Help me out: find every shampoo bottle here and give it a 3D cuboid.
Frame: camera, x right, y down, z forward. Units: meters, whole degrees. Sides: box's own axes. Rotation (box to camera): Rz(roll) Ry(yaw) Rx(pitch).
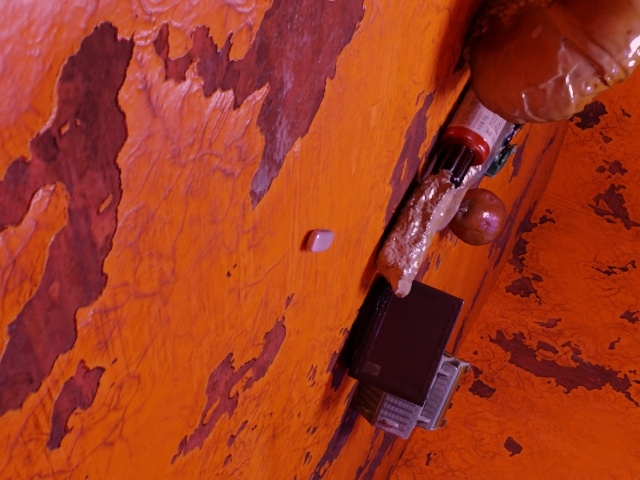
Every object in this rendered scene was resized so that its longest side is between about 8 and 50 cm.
[{"bbox_3d":[0.315,-0.228,1.821,0.278,0.104,0.104,-59,162,-21],"label":"shampoo bottle"}]

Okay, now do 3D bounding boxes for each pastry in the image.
[{"bbox_3d":[0.440,-0.395,1.603,0.409,0.245,0.409,-38,-165,12],"label":"pastry"},{"bbox_3d":[0.185,-0.013,1.742,0.259,0.089,0.121,-60,158,-15],"label":"pastry"}]

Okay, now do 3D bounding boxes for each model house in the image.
[{"bbox_3d":[0.214,0.340,2.127,0.215,0.198,0.224,13,103,-56],"label":"model house"}]

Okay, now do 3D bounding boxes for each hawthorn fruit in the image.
[{"bbox_3d":[0.380,-0.074,2.221,0.189,0.149,0.149,42,69,-36],"label":"hawthorn fruit"}]

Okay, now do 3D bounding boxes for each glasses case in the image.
[{"bbox_3d":[0.000,0.000,1.311,0.032,0.021,0.083,-67,163,11],"label":"glasses case"}]

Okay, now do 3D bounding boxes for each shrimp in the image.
[{"bbox_3d":[0.347,-0.187,1.975,0.446,0.109,0.221,-53,163,-16],"label":"shrimp"}]

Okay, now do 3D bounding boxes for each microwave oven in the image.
[{"bbox_3d":[0.172,0.200,1.839,0.178,0.188,0.248,42,69,-78],"label":"microwave oven"}]

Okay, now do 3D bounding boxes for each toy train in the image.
[{"bbox_3d":[0.471,-0.224,2.374,0.172,0.070,0.100,-36,153,-61],"label":"toy train"}]
